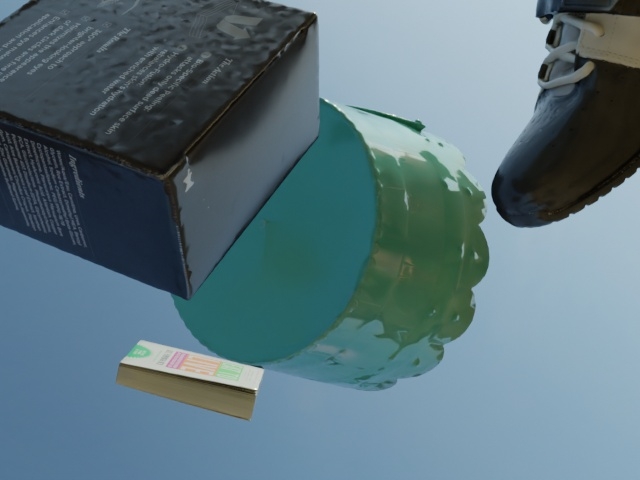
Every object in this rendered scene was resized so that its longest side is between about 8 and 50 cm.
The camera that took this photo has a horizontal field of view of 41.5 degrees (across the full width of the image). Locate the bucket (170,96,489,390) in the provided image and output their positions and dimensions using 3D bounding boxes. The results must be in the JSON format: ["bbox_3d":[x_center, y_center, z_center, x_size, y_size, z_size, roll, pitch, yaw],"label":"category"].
[{"bbox_3d":[0.000,0.000,0.788,0.183,0.281,0.281,17,-109,-52],"label":"bucket"}]

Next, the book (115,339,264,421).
[{"bbox_3d":[-0.136,0.146,0.908,0.144,0.096,0.035,13,-81,-1],"label":"book"}]

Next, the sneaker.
[{"bbox_3d":[0.190,-0.165,0.545,0.146,0.122,0.331,38,-95,-20],"label":"sneaker"}]

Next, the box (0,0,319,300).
[{"bbox_3d":[-0.103,-0.071,0.475,0.156,0.158,0.093,-55,-24,-39],"label":"box"}]
